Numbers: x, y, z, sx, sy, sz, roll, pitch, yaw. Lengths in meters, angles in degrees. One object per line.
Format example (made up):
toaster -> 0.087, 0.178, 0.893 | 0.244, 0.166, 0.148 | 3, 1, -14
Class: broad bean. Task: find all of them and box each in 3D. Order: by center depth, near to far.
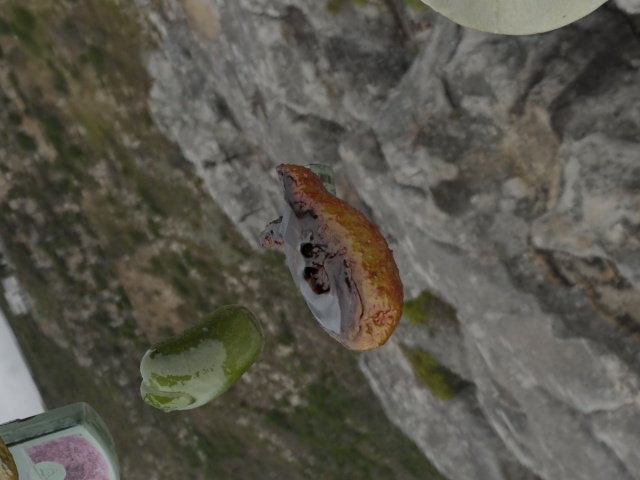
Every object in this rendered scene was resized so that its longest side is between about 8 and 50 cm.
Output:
broad bean -> -0.155, 0.153, 1.198 | 0.082, 0.174, 0.124 | 53, -173, -39

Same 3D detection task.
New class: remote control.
remote control -> -0.439, 0.312, 1.206 | 0.050, 0.343, 0.145 | -110, 5, -52

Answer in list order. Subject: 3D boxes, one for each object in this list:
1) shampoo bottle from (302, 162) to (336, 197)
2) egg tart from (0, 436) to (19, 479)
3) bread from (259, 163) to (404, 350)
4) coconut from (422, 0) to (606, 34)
shampoo bottle -> 0.000, 0.000, 1.253 | 0.065, 0.065, 0.205 | 106, 160, -65
egg tart -> -0.411, 0.252, 1.023 | 0.191, 0.074, 0.191 | 18, 129, 24
bread -> 0.014, 0.015, 1.076 | 0.269, 0.095, 0.139 | 55, 133, 45
coconut -> 0.153, -0.258, 0.703 | 0.202, 0.202, 0.222 | 66, -154, -6
